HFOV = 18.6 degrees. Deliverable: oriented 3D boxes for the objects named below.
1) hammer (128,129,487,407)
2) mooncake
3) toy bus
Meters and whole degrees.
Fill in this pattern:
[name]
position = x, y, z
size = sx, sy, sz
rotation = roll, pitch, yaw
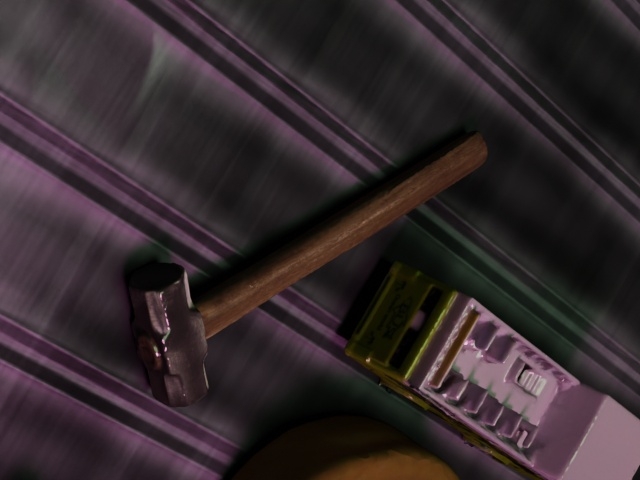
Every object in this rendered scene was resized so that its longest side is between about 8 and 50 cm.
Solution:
[hammer]
position = 0.000, 0.000, 1.572
size = 0.365, 0.043, 0.111
rotation = -32, 126, -31
[mooncake]
position = 0.025, 0.260, 1.659
size = 0.235, 0.117, 0.235
rotation = -17, 118, -34
[toy bus]
position = 0.157, 0.133, 1.701
size = 0.302, 0.139, 0.113
rotation = 36, 81, -44
